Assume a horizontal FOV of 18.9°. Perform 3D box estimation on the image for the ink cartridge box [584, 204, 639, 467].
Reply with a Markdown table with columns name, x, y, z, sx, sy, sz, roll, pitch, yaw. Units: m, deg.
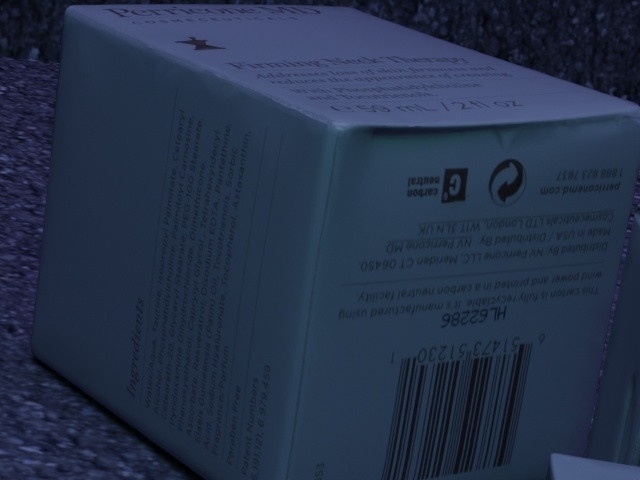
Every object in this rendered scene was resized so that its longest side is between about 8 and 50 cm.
| name | x | y | z | sx | sy | sz | roll | pitch | yaw |
| --- | --- | --- | --- | --- | --- | --- | --- | --- | --- |
| ink cartridge box | 0.404 | 0.148 | 1.401 | 0.395 | 0.285 | 0.166 | 8 | 16 | -5 |

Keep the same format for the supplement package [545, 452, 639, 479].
| name | x | y | z | sx | sy | sz | roll | pitch | yaw |
| --- | --- | --- | --- | --- | --- | --- | --- | --- | --- |
| supplement package | 0.166 | 0.255 | 1.000 | 0.134 | 0.244 | 0.139 | 9 | 12 | 2 |

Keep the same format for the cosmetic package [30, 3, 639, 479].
| name | x | y | z | sx | sy | sz | roll | pitch | yaw |
| --- | --- | --- | --- | --- | --- | --- | --- | --- | --- |
| cosmetic package | 0.000 | 0.000 | 1.616 | 0.329 | 0.327 | 0.394 | -5 | 21 | -38 |
